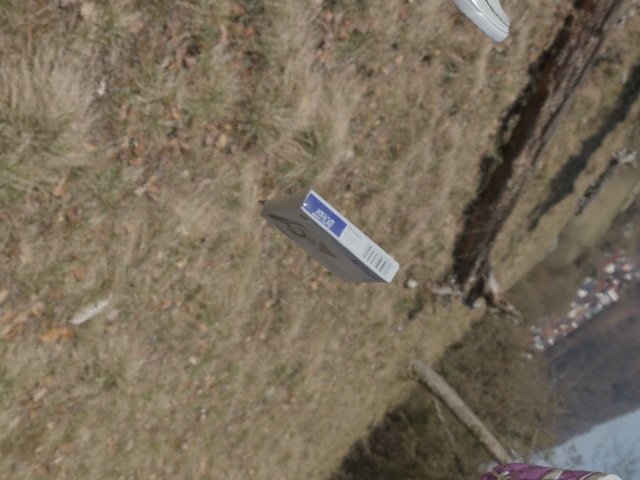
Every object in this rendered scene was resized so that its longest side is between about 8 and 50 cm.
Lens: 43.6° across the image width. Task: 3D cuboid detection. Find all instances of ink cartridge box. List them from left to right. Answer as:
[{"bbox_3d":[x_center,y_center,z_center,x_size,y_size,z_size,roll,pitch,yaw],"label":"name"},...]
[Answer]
[{"bbox_3d":[0.000,0.000,1.455,0.045,0.223,0.224,-58,-158,-18],"label":"ink cartridge box"}]

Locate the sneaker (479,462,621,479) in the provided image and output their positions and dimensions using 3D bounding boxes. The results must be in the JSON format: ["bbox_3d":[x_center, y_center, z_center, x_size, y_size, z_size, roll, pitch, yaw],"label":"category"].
[{"bbox_3d":[0.241,0.335,0.985,0.161,0.102,0.282,0,174,43],"label":"sneaker"}]

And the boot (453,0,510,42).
[{"bbox_3d":[0.254,-0.449,1.291,0.123,0.258,0.095,-36,-159,27],"label":"boot"}]
